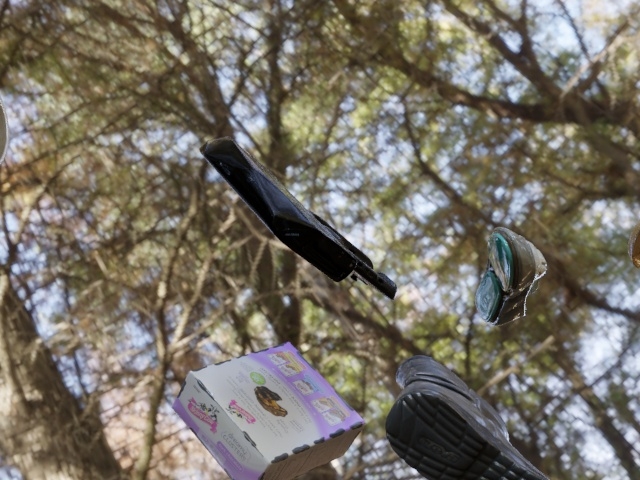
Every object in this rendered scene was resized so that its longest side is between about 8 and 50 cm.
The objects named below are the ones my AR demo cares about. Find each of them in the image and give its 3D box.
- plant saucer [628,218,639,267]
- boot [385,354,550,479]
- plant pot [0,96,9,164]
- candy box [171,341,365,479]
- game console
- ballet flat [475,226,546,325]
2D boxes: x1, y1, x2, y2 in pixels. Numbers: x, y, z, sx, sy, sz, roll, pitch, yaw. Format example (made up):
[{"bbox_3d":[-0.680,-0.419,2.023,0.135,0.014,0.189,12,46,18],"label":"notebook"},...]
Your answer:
[{"bbox_3d":[0.429,-0.005,1.173,0.083,0.015,0.083,-23,-55,-37],"label":"plant saucer"},{"bbox_3d":[0.223,0.279,1.082,0.118,0.338,0.223,-41,-4,11],"label":"boot"},{"bbox_3d":[-0.535,-0.138,1.014,0.191,0.284,0.284,-32,-35,22],"label":"plant pot"},{"bbox_3d":[-0.066,0.228,1.161,0.196,0.165,0.070,-9,-45,-51],"label":"candy box"},{"bbox_3d":[0.000,0.000,1.132,0.044,0.213,0.361,-47,-40,4],"label":"game console"},{"bbox_3d":[0.225,0.036,1.024,0.068,0.072,0.213,-17,-25,-6],"label":"ballet flat"}]
